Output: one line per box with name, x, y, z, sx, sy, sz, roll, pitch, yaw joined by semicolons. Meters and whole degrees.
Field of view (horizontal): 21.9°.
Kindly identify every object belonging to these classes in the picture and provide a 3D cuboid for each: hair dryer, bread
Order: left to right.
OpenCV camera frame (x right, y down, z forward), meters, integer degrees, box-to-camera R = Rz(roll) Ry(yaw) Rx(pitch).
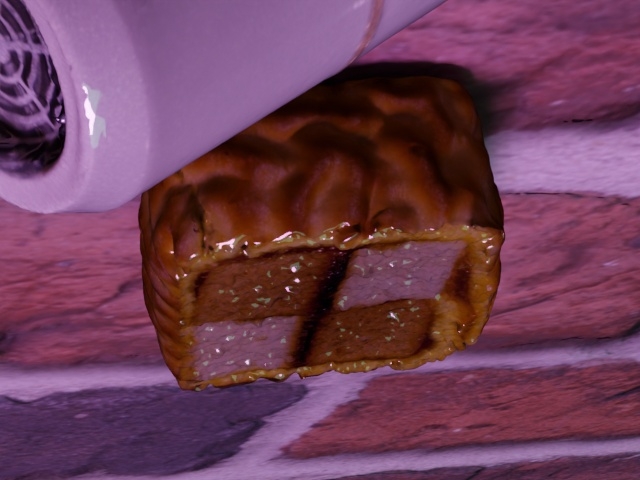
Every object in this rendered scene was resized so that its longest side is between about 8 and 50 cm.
hair dryer;-0.001;-0.162;0.362;0.173;0.107;0.357;-37;160;-36
bread;0.000;0.000;0.826;0.181;0.096;0.222;-7;158;-7
